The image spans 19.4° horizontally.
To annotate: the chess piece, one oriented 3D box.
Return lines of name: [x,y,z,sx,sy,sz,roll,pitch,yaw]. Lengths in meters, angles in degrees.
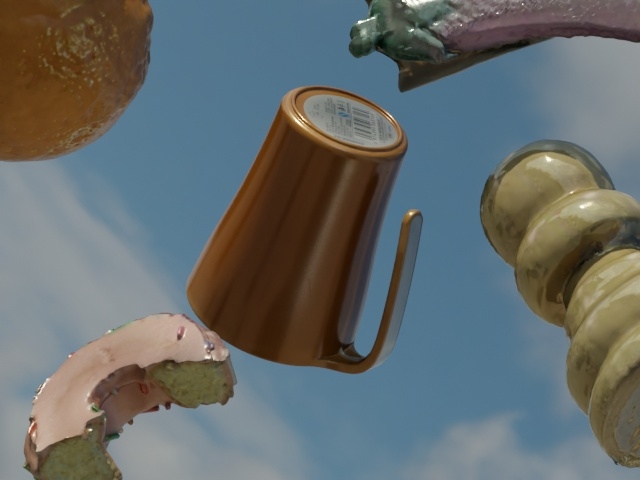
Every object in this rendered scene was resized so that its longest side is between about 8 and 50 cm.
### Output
chess piece: [0.207,0.027,1.351,0.143,0.142,0.261,76,-11,-46]

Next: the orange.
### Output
orange: [-0.373,-0.254,2.225,0.340,0.293,0.341,19,-58,34]

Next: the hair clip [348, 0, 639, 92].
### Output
hair clip: [0.202,-0.178,1.396,0.358,0.110,0.096,-10,-73,17]

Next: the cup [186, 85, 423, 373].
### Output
cup: [0.000,0.000,1.847,0.226,0.182,0.264,35,-58,23]

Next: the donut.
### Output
donut: [-0.142,0.113,1.348,0.065,0.166,0.117,62,-5,-33]
